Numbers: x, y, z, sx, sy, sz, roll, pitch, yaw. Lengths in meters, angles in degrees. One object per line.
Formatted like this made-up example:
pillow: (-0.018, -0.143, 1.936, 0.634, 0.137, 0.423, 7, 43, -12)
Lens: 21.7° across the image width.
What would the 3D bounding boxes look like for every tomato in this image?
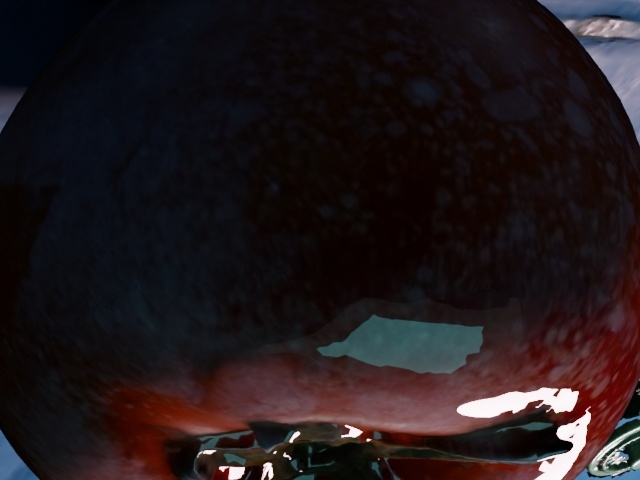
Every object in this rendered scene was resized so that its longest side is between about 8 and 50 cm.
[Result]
tomato: (0.000, 0.000, 0.655, 0.270, 0.227, 0.270, -1, 146, -1)

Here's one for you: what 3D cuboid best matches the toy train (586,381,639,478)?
toy train: (0.271, 0.056, 1.110, 0.307, 0.126, 0.189, -12, 154, -18)
